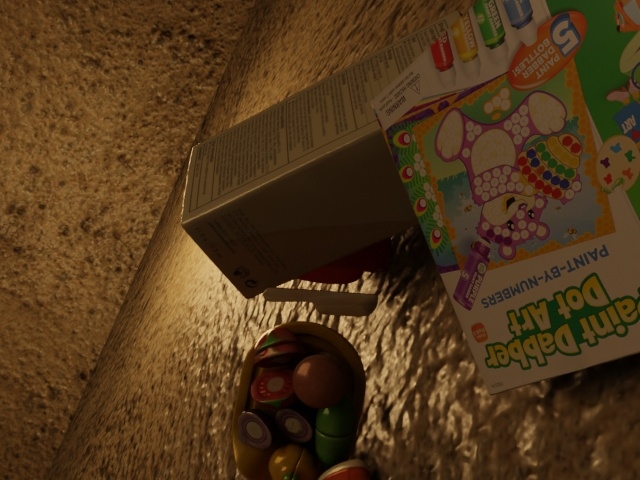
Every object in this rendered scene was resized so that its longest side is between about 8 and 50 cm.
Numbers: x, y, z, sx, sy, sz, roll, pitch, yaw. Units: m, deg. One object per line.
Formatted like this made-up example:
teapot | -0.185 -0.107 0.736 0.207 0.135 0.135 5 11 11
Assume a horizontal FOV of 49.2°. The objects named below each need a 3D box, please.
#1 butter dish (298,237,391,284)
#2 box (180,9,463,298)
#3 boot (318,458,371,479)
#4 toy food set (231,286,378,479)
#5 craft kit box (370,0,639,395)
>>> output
butter dish | 0.000 0.000 0.867 0.118 0.160 0.160 102 175 -46
box | 0.028 -0.080 0.690 0.311 0.121 0.148 -23 38 17
boot | -0.001 0.273 0.657 0.158 0.059 0.084 -46 23 22
toy food set | -0.022 0.153 0.676 0.071 0.128 0.218 -52 -27 -80
craft kit box | 0.160 -0.048 0.447 0.250 0.061 0.246 -37 71 51
